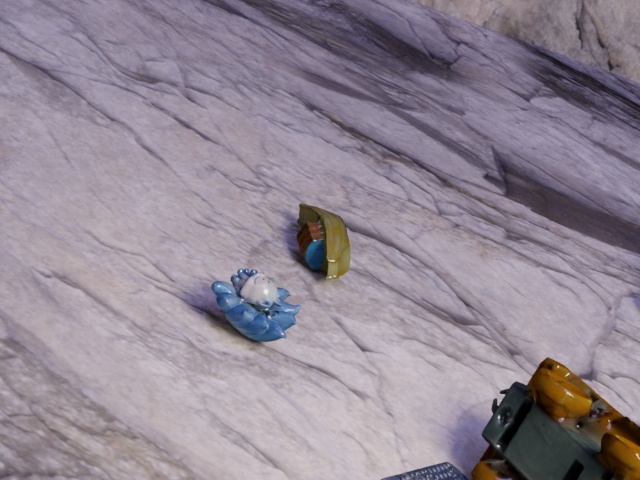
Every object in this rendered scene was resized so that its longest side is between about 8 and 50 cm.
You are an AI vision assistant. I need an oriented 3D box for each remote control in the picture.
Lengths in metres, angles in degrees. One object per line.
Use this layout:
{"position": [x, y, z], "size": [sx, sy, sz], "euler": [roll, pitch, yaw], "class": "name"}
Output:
{"position": [0.113, 0.277, 1.825], "size": [0.043, 0.027, 0.152], "euler": [35, 24, 32], "class": "remote control"}

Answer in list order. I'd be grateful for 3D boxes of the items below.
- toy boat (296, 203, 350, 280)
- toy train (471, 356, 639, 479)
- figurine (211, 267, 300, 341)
{"position": [0.000, 0.000, 2.222], "size": [0.066, 0.065, 0.172], "euler": [-2, 29, -12], "class": "toy boat"}
{"position": [0.318, 0.273, 1.833], "size": [0.232, 0.163, 0.369], "euler": [23, 12, -33], "class": "toy train"}
{"position": [-0.073, 0.082, 1.962], "size": [0.114, 0.079, 0.114], "euler": [26, 19, -10], "class": "figurine"}
